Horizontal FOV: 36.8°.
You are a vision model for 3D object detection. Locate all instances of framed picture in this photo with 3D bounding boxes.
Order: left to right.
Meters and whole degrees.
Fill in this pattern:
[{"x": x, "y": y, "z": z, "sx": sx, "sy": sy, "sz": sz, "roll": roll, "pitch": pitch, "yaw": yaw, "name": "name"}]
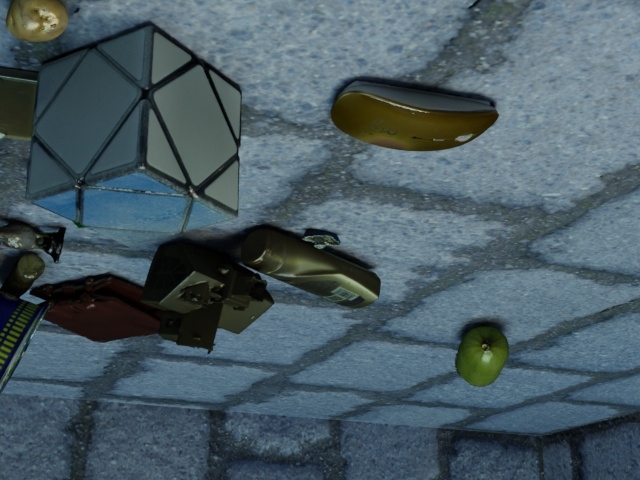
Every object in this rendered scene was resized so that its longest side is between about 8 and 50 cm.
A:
[{"x": -0.539, "y": -0.201, "z": 1.359, "sx": 0.281, "sy": 0.019, "sz": 0.209, "roll": 7, "pitch": 158, "yaw": -18, "name": "framed picture"}]

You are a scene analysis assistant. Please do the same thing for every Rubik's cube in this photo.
[{"x": -0.244, "y": -0.131, "z": 1.283, "sx": 0.205, "sy": 0.208, "sz": 0.205, "roll": -11, "pitch": 158, "yaw": 29, "name": "Rubik's cube"}]

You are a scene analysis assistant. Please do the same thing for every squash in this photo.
[{"x": 0.429, "y": 0.292, "z": 2.510, "sx": 0.132, "sy": 0.133, "sz": 0.247, "roll": 0, "pitch": 158, "yaw": 1, "name": "squash"}]

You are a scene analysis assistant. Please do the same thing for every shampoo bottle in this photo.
[{"x": -0.019, "y": 0.059, "z": 1.956, "sx": 0.125, "sy": 0.084, "sz": 0.350, "roll": -15, "pitch": 154, "yaw": 38, "name": "shampoo bottle"}]

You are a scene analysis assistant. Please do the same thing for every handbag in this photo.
[{"x": -0.502, "y": 0.162, "z": 2.241, "sx": 0.259, "sy": 0.084, "sz": 0.275, "roll": -8, "pitch": 158, "yaw": 26, "name": "handbag"}]

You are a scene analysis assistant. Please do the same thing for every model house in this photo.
[{"x": -0.203, "y": 0.118, "z": 1.886, "sx": 0.211, "sy": 0.205, "sz": 0.243, "roll": 25, "pitch": 161, "yaw": -39, "name": "model house"}]

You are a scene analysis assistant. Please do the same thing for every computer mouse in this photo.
[{"x": 0.137, "y": -0.174, "z": 1.387, "sx": 0.245, "sy": 0.056, "sz": 0.126, "roll": 6, "pitch": 159, "yaw": -19, "name": "computer mouse"}]

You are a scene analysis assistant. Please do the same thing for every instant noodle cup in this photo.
[{"x": -0.766, "y": 0.184, "z": 1.979, "sx": 0.312, "sy": 0.284, "sz": 0.284, "roll": 29, "pitch": 152, "yaw": -10, "name": "instant noodle cup"}]

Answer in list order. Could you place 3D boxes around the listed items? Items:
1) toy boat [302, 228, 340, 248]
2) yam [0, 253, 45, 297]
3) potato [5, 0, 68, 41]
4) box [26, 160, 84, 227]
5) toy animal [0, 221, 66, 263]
[{"x": 0.000, "y": 0.000, "z": 1.868, "sx": 0.083, "sy": 0.038, "sz": 0.038, "roll": 11, "pitch": 157, "yaw": -29, "name": "toy boat"}, {"x": -0.648, "y": 0.088, "z": 2.065, "sx": 0.061, "sy": 0.061, "sz": 0.274, "roll": 10, "pitch": 159, "yaw": -25, "name": "yam"}, {"x": -0.341, "y": -0.266, "z": 1.144, "sx": 0.068, "sy": 0.062, "sz": 0.083, "roll": 37, "pitch": 162, "yaw": -35, "name": "potato"}, {"x": -0.397, "y": -0.080, "z": 1.657, "sx": 0.132, "sy": 0.034, "sz": 0.235, "roll": -2, "pitch": 159, "yaw": 6, "name": "box"}, {"x": -0.567, "y": -0.002, "z": 1.822, "sx": 0.202, "sy": 0.070, "sz": 0.105, "roll": 11, "pitch": 176, "yaw": -37, "name": "toy animal"}]
